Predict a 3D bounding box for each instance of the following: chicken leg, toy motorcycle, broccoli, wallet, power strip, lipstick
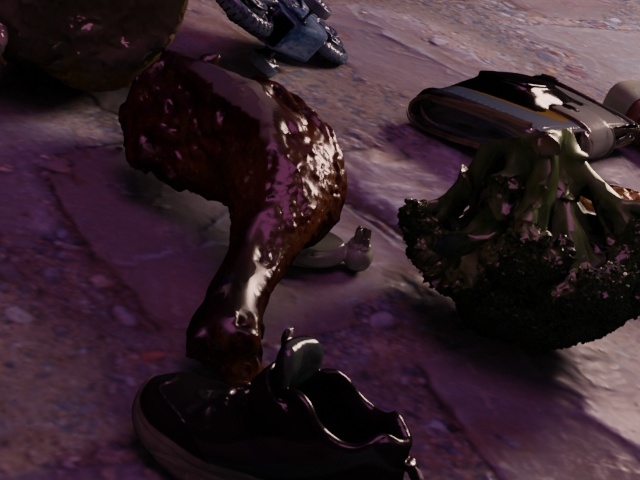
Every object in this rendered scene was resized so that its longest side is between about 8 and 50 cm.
[{"bbox_3d":[-0.060,-0.045,0.942,0.157,0.096,0.407,-11,36,-7],"label":"chicken leg"},{"bbox_3d":[-0.057,-0.244,1.333,0.135,0.092,0.254,50,17,18],"label":"toy motorcycle"},{"bbox_3d":[0.155,0.002,0.934,0.195,0.156,0.195,-10,3,0],"label":"broccoli"},{"bbox_3d":[0.217,-0.130,1.328,0.170,0.069,0.231,26,26,32],"label":"wallet"},{"bbox_3d":[0.000,0.000,0.973,0.083,0.035,0.055,11,26,-5],"label":"power strip"},{"bbox_3d":[0.377,-0.100,1.378,0.063,0.057,0.186,-1,35,-31],"label":"lipstick"}]

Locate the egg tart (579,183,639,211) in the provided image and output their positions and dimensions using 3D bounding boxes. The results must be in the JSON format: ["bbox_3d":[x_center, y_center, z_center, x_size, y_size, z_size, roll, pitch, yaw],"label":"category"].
[{"bbox_3d":[0.275,-0.011,1.140,0.128,0.049,0.129,12,20,-4],"label":"egg tart"}]

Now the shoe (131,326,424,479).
[{"bbox_3d":[-0.019,0.092,0.696,0.169,0.099,0.071,22,28,15],"label":"shoe"}]

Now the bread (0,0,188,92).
[{"bbox_3d":[-0.221,-0.225,1.137,0.195,0.176,0.246,17,14,-18],"label":"bread"}]

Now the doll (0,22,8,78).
[{"bbox_3d":[-0.342,-0.176,1.043,0.221,0.105,0.115,35,76,33],"label":"doll"}]
